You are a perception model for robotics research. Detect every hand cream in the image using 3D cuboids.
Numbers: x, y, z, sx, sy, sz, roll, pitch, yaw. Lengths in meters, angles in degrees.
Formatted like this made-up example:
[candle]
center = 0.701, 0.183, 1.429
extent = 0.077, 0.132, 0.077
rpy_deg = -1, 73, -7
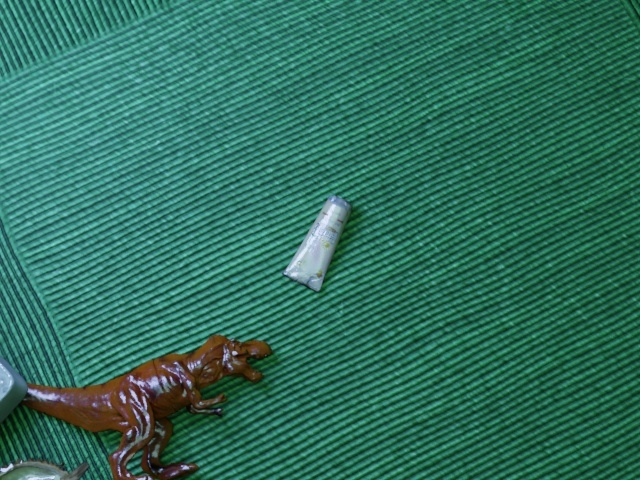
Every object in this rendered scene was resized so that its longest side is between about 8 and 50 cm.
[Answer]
[hand cream]
center = 0.000, 0.000, 1.627
extent = 0.061, 0.039, 0.143
rpy_deg = 26, 83, 1

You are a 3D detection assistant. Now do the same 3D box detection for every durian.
[durian]
center = -0.394, 0.365, 1.510
extent = 0.188, 0.091, 0.148
rpy_deg = -40, 95, -12

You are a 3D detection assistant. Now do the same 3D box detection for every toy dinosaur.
[toy dinosaur]
center = -0.267, 0.249, 1.536
extent = 0.432, 0.097, 0.208
rpy_deg = -11, 70, -7

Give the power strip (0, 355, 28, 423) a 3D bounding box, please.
[power strip]
center = -0.560, 0.316, 1.508
extent = 0.091, 0.062, 0.385
rpy_deg = 39, 84, 23
